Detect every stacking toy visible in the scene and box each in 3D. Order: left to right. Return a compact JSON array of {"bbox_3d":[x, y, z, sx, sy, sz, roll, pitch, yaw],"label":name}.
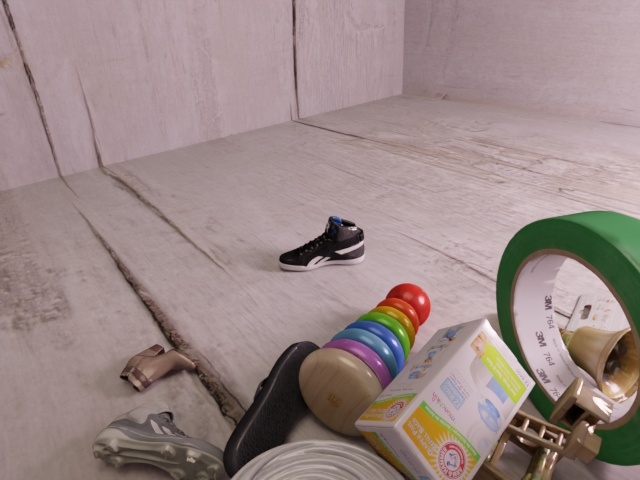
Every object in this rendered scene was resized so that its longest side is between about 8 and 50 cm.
[{"bbox_3d":[0.105,0.174,0.756,0.141,0.141,0.330,13,26,28],"label":"stacking toy"}]

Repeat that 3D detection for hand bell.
[{"bbox_3d":[0.416,0.166,0.766,0.126,0.126,0.242,-17,18,-22],"label":"hand bell"}]

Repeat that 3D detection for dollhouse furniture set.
[{"bbox_3d":[0.235,0.258,0.508,0.101,0.161,0.182,31,41,25],"label":"dollhouse furniture set"}]

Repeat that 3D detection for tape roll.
[{"bbox_3d":[0.364,0.122,0.592,0.077,0.322,0.321,-8,29,-10],"label":"tape roll"}]

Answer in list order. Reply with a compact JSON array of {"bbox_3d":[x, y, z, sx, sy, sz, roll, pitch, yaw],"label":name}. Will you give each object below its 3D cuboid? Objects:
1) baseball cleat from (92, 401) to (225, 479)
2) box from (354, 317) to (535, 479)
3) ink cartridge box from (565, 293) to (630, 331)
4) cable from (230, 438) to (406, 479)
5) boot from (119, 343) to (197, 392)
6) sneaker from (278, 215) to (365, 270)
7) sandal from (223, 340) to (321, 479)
[{"bbox_3d":[-0.222,0.284,0.636,0.205,0.072,0.109,6,23,10],"label":"baseball cleat"},{"bbox_3d":[0.162,0.214,0.568,0.203,0.114,0.103,-36,-3,-30],"label":"box"},{"bbox_3d":[0.576,0.159,0.813,0.179,0.045,0.145,-2,23,44],"label":"ink cartridge box"},{"bbox_3d":[-0.008,0.348,0.474,0.256,0.089,0.257,-4,28,-2],"label":"cable"},{"bbox_3d":[-0.292,0.232,0.775,0.118,0.042,0.087,11,38,27],"label":"boot"},{"bbox_3d":[0.000,0.000,1.069,0.216,0.121,0.079,-7,28,-5],"label":"sneaker"},{"bbox_3d":[-0.069,0.246,0.672,0.054,0.097,0.254,-17,16,37],"label":"sandal"}]
